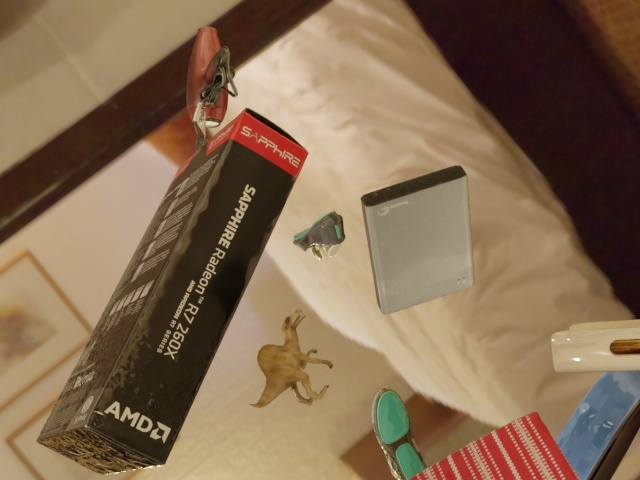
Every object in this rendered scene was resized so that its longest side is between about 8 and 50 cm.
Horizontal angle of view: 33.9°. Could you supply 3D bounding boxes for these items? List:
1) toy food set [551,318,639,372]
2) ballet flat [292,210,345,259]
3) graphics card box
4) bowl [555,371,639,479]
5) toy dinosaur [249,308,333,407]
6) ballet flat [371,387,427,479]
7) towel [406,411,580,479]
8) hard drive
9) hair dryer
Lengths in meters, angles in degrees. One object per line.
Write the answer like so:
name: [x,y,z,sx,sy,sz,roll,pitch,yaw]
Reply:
toy food set: [0.445,0.129,1.458,0.306,0.220,0.092,11,-105,-71]
ballet flat: [0.000,0.000,1.887,0.074,0.074,0.203,52,162,-2]
graphics card box: [-0.159,0.061,1.119,0.094,0.371,0.233,32,154,-16]
bowl: [0.479,0.395,1.886,0.077,0.391,0.391,31,162,24]
toy dinosaur: [-0.040,0.167,1.288,0.093,0.183,0.053,32,129,-8]
ballet flat: [0.119,0.324,1.733,0.070,0.070,0.188,23,133,69]
towel: [0.161,0.322,1.170,0.031,0.275,0.199,56,-175,-35]
hard drive: [0.090,0.001,0.948,0.022,0.094,0.135,-116,11,-48]
hair dryer: [-0.185,-0.293,1.914,0.293,0.080,0.223,-111,35,-46]
